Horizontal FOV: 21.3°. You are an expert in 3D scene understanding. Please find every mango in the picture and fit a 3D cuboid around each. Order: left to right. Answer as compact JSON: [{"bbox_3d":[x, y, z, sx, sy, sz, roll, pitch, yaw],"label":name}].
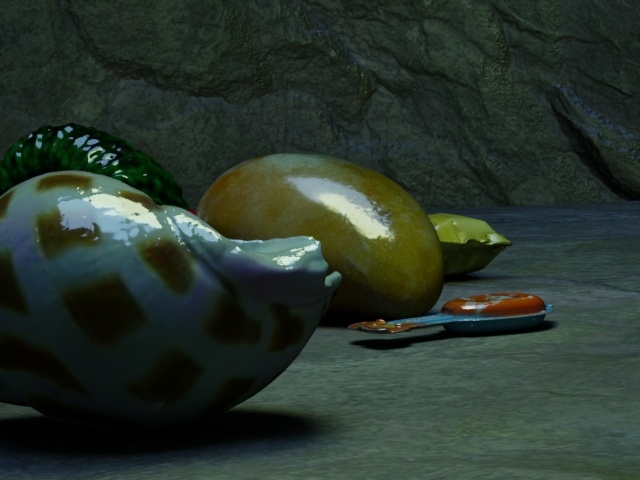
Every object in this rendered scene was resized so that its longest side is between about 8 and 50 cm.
[{"bbox_3d":[0.000,0.000,2.025,0.221,0.199,0.384,3,12,-41],"label":"mango"}]

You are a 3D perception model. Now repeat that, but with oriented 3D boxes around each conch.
[{"bbox_3d":[-0.177,0.057,1.382,0.368,0.197,0.249,10,-18,35],"label":"conch"}]

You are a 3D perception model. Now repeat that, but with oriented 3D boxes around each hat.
[{"bbox_3d":[-0.274,-0.003,2.291,0.274,0.242,0.332,29,-1,36],"label":"hat"}]

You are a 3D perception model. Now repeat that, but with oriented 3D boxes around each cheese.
[{"bbox_3d":[0.148,0.082,1.832,0.256,0.037,0.106,-4,4,-30],"label":"cheese"}]

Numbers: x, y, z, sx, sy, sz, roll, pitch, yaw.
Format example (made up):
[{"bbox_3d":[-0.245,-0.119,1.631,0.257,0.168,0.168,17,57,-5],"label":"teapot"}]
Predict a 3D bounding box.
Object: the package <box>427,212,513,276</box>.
[{"bbox_3d":[0.153,0.009,2.393,0.168,0.090,0.226,-7,3,-19],"label":"package"}]
